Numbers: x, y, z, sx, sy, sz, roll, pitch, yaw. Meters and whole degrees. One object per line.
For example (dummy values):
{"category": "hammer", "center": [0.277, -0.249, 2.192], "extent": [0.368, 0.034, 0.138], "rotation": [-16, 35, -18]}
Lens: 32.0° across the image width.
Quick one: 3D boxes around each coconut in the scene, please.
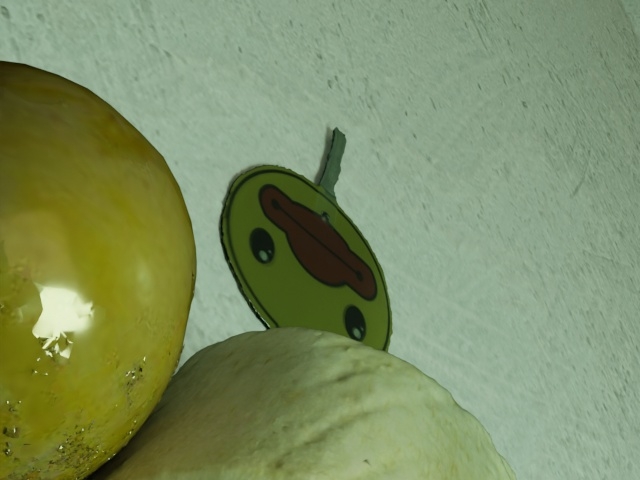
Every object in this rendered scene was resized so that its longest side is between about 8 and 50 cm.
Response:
{"category": "coconut", "center": [-0.020, 0.213, 0.619], "extent": [0.329, 0.329, 0.329], "rotation": [34, 40, -34]}

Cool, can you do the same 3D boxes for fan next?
{"category": "fan", "center": [-0.001, 0.000, 1.082], "extent": [0.229, 0.011, 0.335], "rotation": [42, 38, -26]}

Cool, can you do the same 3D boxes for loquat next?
{"category": "loquat", "center": [-0.175, 0.022, 0.558], "extent": [0.235, 0.235, 0.235], "rotation": [34, 40, -34]}
